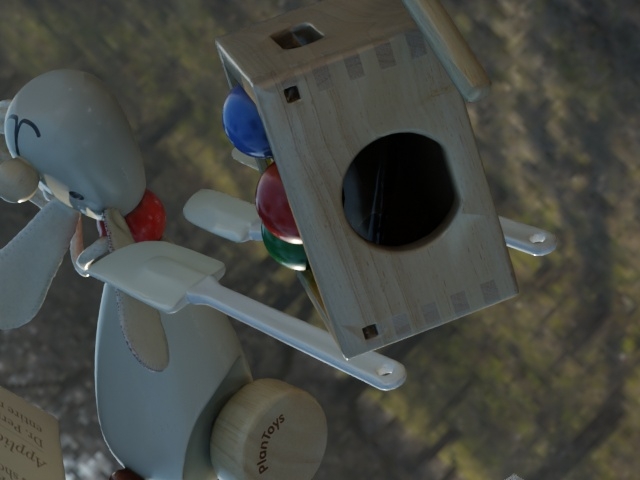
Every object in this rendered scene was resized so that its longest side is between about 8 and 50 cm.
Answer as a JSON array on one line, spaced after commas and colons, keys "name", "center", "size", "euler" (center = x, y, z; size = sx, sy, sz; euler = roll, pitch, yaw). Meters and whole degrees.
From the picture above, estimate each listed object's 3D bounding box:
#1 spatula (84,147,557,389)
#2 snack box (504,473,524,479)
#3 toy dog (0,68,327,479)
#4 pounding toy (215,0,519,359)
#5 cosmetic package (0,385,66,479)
[{"name": "spatula", "center": [0.000, 0.000, 0.843], "size": [0.242, 0.168, 0.019], "euler": [20, 136, 45]}, {"name": "snack box", "center": [0.156, 0.232, 1.001], "size": [0.064, 0.022, 0.178], "euler": [37, 153, 50]}, {"name": "toy dog", "center": [-0.140, 0.066, 1.001], "size": [0.220, 0.161, 0.333], "euler": [-9, 122, 55]}, {"name": "pounding toy", "center": [0.006, -0.062, 0.650], "size": [0.181, 0.094, 0.206], "euler": [-124, 14, -71]}, {"name": "cosmetic package", "center": [-0.382, 0.270, 1.031], "size": [0.329, 0.327, 0.393], "euler": [37, -164, -30]}]
